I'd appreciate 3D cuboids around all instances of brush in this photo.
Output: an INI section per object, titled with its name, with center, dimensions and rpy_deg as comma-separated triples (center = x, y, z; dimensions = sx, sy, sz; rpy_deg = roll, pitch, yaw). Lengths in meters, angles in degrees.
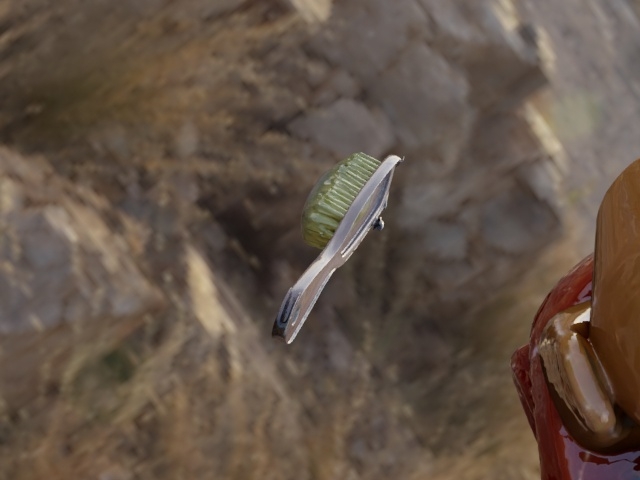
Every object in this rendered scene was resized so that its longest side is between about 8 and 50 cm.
[brush]
center = -0.002, 0.001, 1.658
dimensions = 0.067, 0.072, 0.313
rpy_deg = 18, 32, 11

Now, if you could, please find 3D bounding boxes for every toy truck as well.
[toy truck]
center = 0.187, 0.090, 0.763
dimensions = 0.239, 0.189, 0.265
rpy_deg = 62, 7, -83
